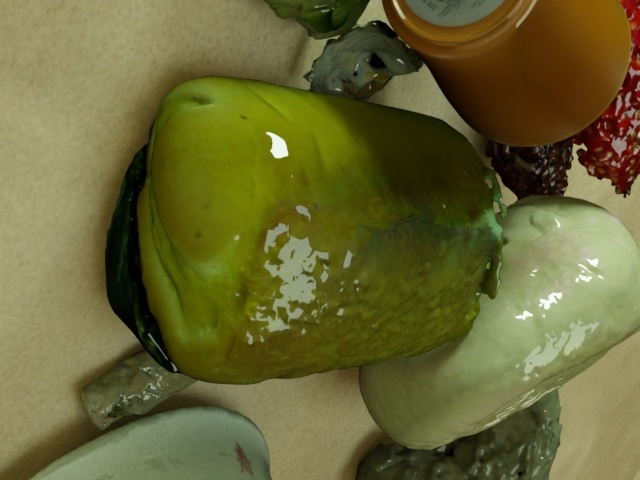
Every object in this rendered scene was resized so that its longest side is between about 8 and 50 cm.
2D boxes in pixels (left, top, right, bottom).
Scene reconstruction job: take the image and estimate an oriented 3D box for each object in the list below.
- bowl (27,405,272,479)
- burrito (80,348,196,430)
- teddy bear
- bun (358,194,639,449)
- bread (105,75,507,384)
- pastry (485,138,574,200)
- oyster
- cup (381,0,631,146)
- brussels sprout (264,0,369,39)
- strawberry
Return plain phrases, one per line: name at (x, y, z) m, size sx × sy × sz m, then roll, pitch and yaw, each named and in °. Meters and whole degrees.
bowl at (-0.159, 0.391, 0.885) m, size 0.434 × 0.196 × 0.435 m, roll -31°, pitch 141°, yaw -29°
burrito at (-0.137, 0.117, 0.859) m, size 0.188 × 0.045 × 0.058 m, roll -29°, pitch 143°, yaw -38°
teddy bear at (0.229, 0.339, 1.384) m, size 0.357 × 0.224 × 0.367 m, roll -46°, pitch 159°, yaw -19°
bun at (0.203, 0.088, 1.079) m, size 0.361 × 0.213 × 0.361 m, roll -28°, pitch 163°, yaw -9°
bread at (0.000, 0.000, 0.814) m, size 0.376 × 0.208 × 0.251 m, roll 3°, pitch 109°, yaw -48°
pastry at (0.248, -0.129, 1.097) m, size 0.115 × 0.097 × 0.208 m, roll -39°, pitch 140°, yaw -18°
oyster at (0.046, -0.164, 0.851) m, size 0.146 × 0.045 × 0.121 m, roll -16°, pitch 170°, yaw -22°
cup at (0.159, -0.211, 0.803) m, size 0.264 × 0.182 × 0.226 m, roll 12°, pitch 76°, yaw -64°
brussels sprout at (0.008, -0.241, 0.728) m, size 0.139 × 0.100 × 0.181 m, roll -55°, pitch 143°, yaw -32°
strawberry at (0.334, -0.212, 0.999) m, size 0.233 × 0.137 × 0.306 m, roll -46°, pitch 113°, yaw -44°
